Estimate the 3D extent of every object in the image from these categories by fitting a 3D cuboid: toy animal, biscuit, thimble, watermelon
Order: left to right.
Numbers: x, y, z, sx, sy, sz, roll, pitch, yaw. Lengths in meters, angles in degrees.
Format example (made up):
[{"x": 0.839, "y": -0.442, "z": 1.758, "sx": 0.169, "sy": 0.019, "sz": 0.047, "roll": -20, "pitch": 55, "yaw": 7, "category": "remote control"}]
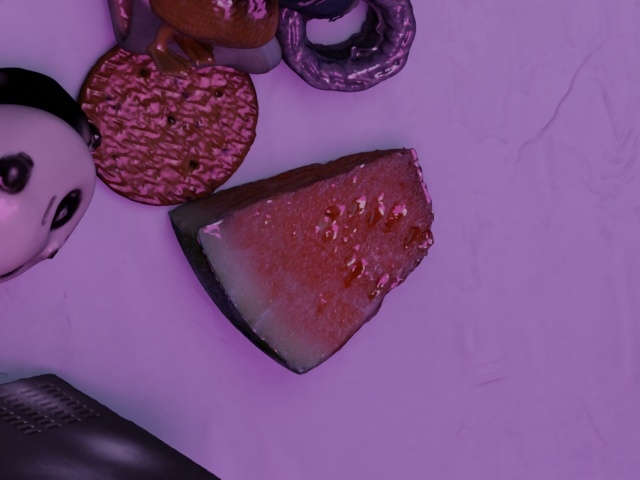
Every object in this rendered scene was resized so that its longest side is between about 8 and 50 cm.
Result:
[{"x": -0.305, "y": -0.056, "z": 1.833, "sx": 0.165, "sy": 0.235, "sz": 0.187, "roll": 36, "pitch": 105, "yaw": -20, "category": "toy animal"}, {"x": -0.154, "y": -0.124, "z": 1.965, "sx": 0.188, "sy": 0.027, "sz": 0.188, "roll": -5, "pitch": 111, "yaw": -14, "category": "biscuit"}, {"x": -0.113, "y": -0.244, "z": 1.756, "sx": 0.188, "sy": 0.089, "sz": 0.179, "roll": 37, "pitch": 126, "yaw": 10, "category": "toy animal"}, {"x": 0.000, "y": 0.000, "z": 2.012, "sx": 0.256, "sy": 0.140, "sz": 0.193, "roll": -32, "pitch": 111, "yaw": -11, "category": "watermelon"}, {"x": 0.017, "y": -0.225, "z": 1.932, "sx": 0.150, "sy": 0.098, "sz": 0.150, "roll": -5, "pitch": 113, "yaw": -12, "category": "thimble"}]

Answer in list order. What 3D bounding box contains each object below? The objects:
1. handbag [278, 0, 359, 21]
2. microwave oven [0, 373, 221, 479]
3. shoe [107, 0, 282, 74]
[{"x": -0.026, "y": -0.397, "z": 1.800, "sx": 0.269, "sy": 0.118, "sz": 0.326, "roll": 34, "pitch": 102, "yaw": 16, "category": "handbag"}, {"x": -0.333, "y": 0.386, "z": 1.927, "sx": 0.236, "sy": 0.374, "sz": 0.432, "roll": 31, "pitch": 106, "yaw": 21, "category": "microwave oven"}, {"x": -0.154, "y": -0.222, "z": 1.869, "sx": 0.251, "sy": 0.103, "sz": 0.100, "roll": 36, "pitch": 76, "yaw": -11, "category": "shoe"}]
